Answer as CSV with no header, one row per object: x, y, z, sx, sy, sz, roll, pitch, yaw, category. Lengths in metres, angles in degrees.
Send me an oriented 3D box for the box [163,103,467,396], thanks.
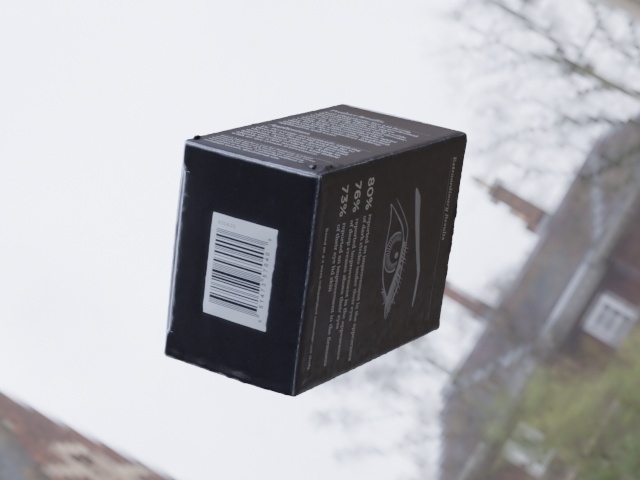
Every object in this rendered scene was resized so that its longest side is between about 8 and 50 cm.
0.000,0.000,1.244,0.207,0.108,0.153,-18,-61,-57,box
